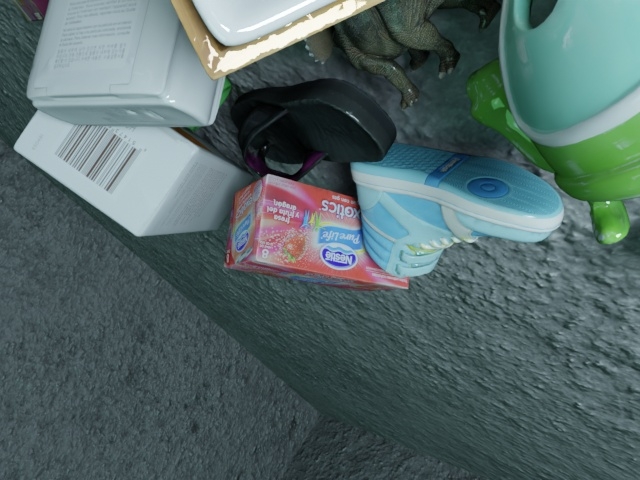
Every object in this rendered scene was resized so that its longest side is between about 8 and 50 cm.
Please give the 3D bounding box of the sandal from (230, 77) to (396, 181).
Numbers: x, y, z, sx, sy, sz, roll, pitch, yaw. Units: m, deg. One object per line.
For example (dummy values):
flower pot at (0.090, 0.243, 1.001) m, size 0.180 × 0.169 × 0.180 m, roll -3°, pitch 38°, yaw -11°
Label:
sandal at (-0.057, -0.157, 0.787) m, size 0.168 × 0.107 × 0.446 m, roll 37°, pitch 171°, yaw -23°

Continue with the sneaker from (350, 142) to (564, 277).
sneaker at (0.187, -0.016, 0.738) m, size 0.319 × 0.127 × 0.208 m, roll 26°, pitch 134°, yaw 41°

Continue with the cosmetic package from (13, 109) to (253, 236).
cosmetic package at (-0.294, -0.138, 0.923) m, size 0.230 × 0.161 × 0.453 m, roll 35°, pitch -177°, yaw 0°

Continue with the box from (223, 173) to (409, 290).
box at (0.000, 0.000, 0.886) m, size 0.300 × 0.142 × 0.154 m, roll 13°, pitch 167°, yaw -29°

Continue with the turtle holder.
turtle holder at (0.257, -0.157, 0.386) m, size 0.227 × 0.243 × 0.320 m, roll 53°, pitch -166°, yaw -3°

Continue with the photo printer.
photo printer at (-0.217, -0.296, 0.613) m, size 0.256 × 0.307 × 0.107 m, roll 6°, pitch 173°, yaw 27°

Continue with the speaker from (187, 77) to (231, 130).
speaker at (-0.302, -0.329, 0.863) m, size 0.296 × 0.131 × 0.131 m, roll 40°, pitch 155°, yaw -10°

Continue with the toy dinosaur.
toy dinosaur at (0.081, -0.246, 0.535) m, size 0.160 × 0.121 × 0.314 m, roll 31°, pitch 162°, yaw -21°

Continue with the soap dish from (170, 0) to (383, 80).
soap dish at (-0.001, -0.284, 0.359) m, size 0.228 × 0.291 × 0.118 m, roll 64°, pitch 178°, yaw -19°

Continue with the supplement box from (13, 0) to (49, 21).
supplement box at (-0.591, -0.492, 1.038) m, size 0.083 × 0.043 × 0.055 m, roll 17°, pitch 149°, yaw 36°
